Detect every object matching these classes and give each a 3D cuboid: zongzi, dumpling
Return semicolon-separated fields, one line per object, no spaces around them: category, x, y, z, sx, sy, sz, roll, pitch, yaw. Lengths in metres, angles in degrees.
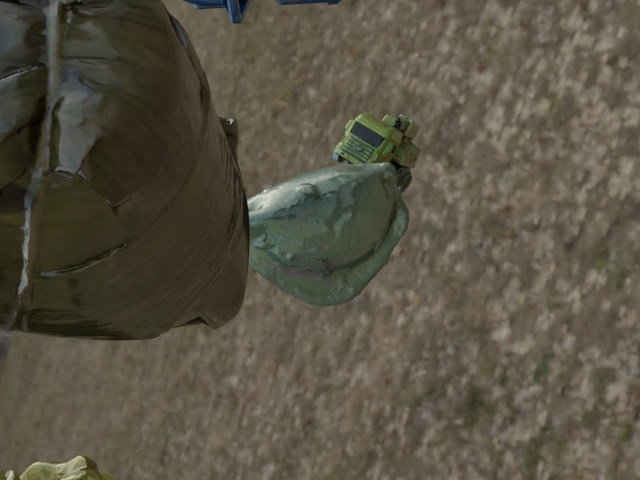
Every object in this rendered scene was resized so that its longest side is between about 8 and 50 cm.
zongzi;-0.234;-0.054;0.677;0.447;0.418;0.181;83;-174;-71
dumpling;0.000;-0.008;1.343;0.105;0.216;0.149;113;144;-72

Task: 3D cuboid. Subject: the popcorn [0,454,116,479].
popcorn;-0.353;0.423;1.496;0.292;0.293;0.334;-43;-3;-5

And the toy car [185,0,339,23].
toy car;-0.061;-0.266;1.124;0.100;0.191;0.097;-84;-10;-50

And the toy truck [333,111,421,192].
toy truck;0.091;-0.133;1.658;0.100;0.077;0.169;-61;-23;8
